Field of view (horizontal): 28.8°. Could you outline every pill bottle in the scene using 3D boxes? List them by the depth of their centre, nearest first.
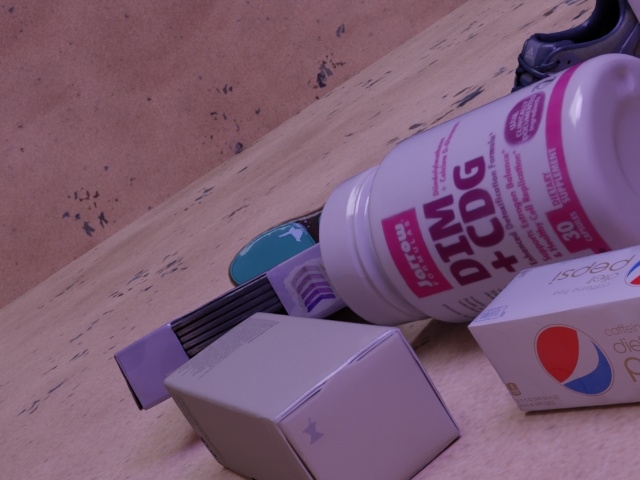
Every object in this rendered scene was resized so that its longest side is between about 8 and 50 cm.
[{"bbox_3d":[0.140,-0.025,0.969,0.283,0.160,0.160,-21,16,46],"label":"pill bottle"}]

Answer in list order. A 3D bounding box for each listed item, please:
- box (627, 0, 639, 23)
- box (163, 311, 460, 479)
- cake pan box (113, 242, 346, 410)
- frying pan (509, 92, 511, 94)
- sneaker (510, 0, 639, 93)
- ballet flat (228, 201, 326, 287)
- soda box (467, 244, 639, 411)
[{"bbox_3d":[0.361,-0.238,1.153,0.114,0.203,0.103,-40,14,-32],"label":"box"},{"bbox_3d":[-0.018,0.123,0.940,0.113,0.094,0.275,-36,13,-18],"label":"box"},{"bbox_3d":[-0.043,0.060,1.209,0.246,0.070,0.267,-30,-1,21],"label":"cake pan box"},{"bbox_3d":[0.227,-0.155,1.375,0.326,0.053,0.197,-32,-12,-47],"label":"frying pan"},{"bbox_3d":[0.217,-0.130,1.209,0.300,0.121,0.111,-44,25,-6],"label":"sneaker"},{"bbox_3d":[0.000,0.000,1.492,0.232,0.080,0.073,-29,-16,3],"label":"ballet flat"},{"bbox_3d":[0.194,0.049,0.744,0.069,0.074,0.216,-41,15,-35],"label":"soda box"}]
